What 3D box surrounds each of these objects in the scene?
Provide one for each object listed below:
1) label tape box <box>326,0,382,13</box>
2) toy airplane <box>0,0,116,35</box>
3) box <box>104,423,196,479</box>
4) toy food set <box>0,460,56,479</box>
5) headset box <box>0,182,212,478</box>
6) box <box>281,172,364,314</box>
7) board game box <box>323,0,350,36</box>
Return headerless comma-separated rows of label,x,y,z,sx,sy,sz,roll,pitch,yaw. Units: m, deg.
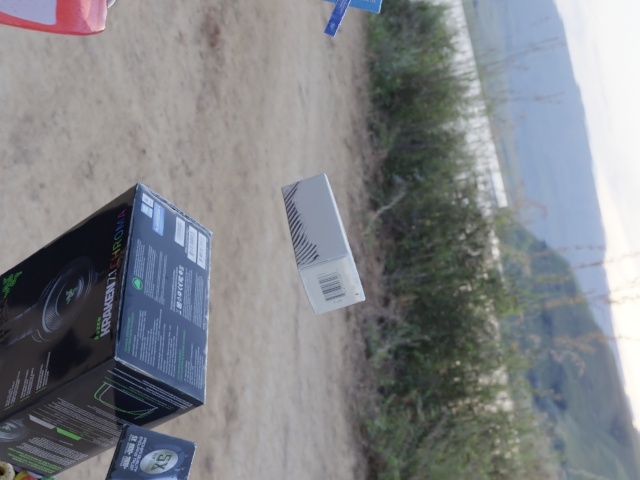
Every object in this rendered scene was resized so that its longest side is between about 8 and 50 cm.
label tape box,0.014,-0.568,1.362,0.106,0.241,0.333,-21,127,-65
toy airplane,-0.389,-0.318,0.732,0.272,0.384,0.386,-42,116,-46
box,-0.191,0.299,0.823,0.147,0.078,0.180,114,-10,-48
toy food set,-0.369,0.294,1.024,0.083,0.020,0.083,42,31,22
headset box,-0.275,0.112,0.977,0.131,0.283,0.246,38,35,-38
box,0.000,0.000,1.486,0.275,0.094,0.113,-105,177,-57
board game box,0.035,-0.353,1.206,0.090,0.020,0.090,-76,-169,-54
